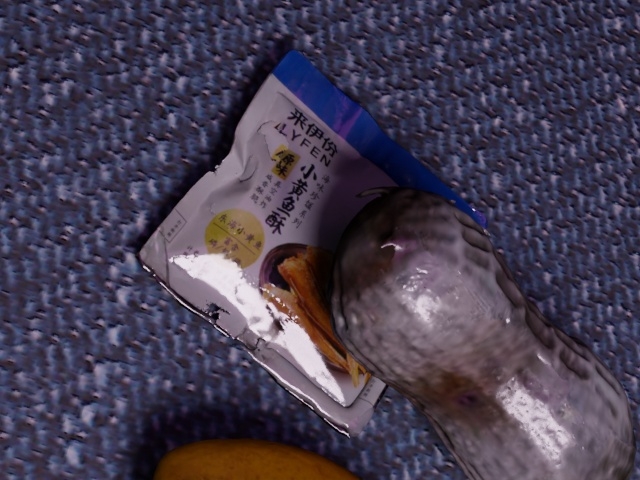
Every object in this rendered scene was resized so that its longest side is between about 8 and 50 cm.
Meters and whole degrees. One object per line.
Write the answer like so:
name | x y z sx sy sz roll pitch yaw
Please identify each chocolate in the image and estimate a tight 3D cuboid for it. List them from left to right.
chocolate | 0.094 0.072 0.892 0.248 0.110 0.110 44 62 -21

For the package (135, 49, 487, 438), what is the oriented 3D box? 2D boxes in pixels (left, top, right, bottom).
package | 0.000 0.000 0.921 0.171 0.027 0.173 39 68 -13

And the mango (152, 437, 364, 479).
mango | -0.009 0.191 0.832 0.217 0.102 0.141 45 86 -7
